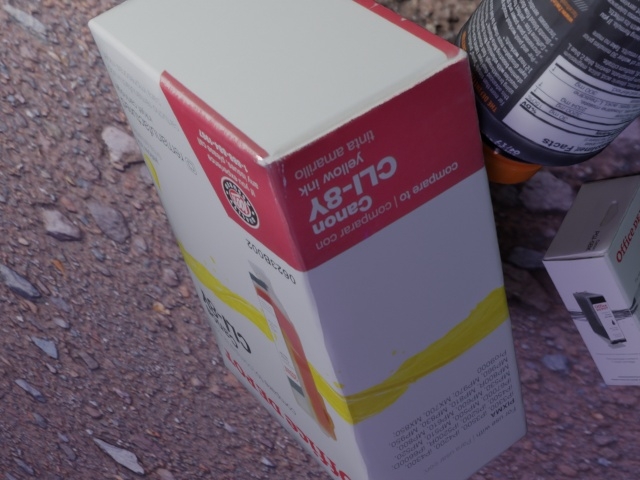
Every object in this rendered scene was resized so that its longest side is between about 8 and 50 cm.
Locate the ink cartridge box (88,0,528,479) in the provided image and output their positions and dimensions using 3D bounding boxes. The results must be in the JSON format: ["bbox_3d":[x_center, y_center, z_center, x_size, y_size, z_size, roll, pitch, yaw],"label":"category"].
[{"bbox_3d":[0.000,0.000,0.904,0.279,0.160,0.384,39,155,46],"label":"ink cartridge box"}]

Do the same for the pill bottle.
[{"bbox_3d":[0.168,-0.134,0.747,0.130,0.130,0.245,36,142,-2],"label":"pill bottle"}]

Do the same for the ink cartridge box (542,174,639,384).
[{"bbox_3d":[0.236,0.032,0.898,0.056,0.099,0.135,-6,126,42],"label":"ink cartridge box"}]
